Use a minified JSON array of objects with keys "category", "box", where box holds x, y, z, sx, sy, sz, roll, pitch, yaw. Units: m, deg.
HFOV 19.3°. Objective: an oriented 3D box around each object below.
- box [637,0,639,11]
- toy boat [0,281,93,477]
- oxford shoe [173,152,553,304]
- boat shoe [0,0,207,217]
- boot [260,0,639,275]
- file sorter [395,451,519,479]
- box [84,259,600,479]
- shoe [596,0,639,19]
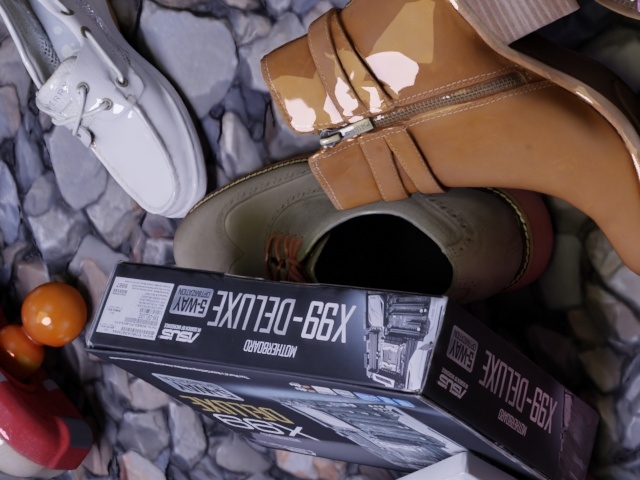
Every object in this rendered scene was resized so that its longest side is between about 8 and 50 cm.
[{"category":"box","box":[0.309,-0.247,1.093,0.243,0.117,0.214,-4,88,32]},{"category":"toy boat","box":[-0.276,0.096,1.712,0.151,0.151,0.231,-44,74,7]},{"category":"oxford shoe","box":[0.000,0.000,1.447,0.348,0.130,0.123,-5,100,39]},{"category":"boat shoe","box":[-0.201,-0.129,1.589,0.098,0.096,0.277,-43,76,38]},{"category":"boot","box":[0.107,-0.060,1.286,0.220,0.109,0.283,-26,111,16]},{"category":"file sorter","box":[0.071,0.307,1.403,0.277,0.193,0.173,-28,42,40]},{"category":"box","box":[0.017,0.104,1.399,0.307,0.242,0.077,5,70,37]},{"category":"shoe","box":[0.248,-0.179,1.248,0.219,0.058,0.077,29,124,31]}]
